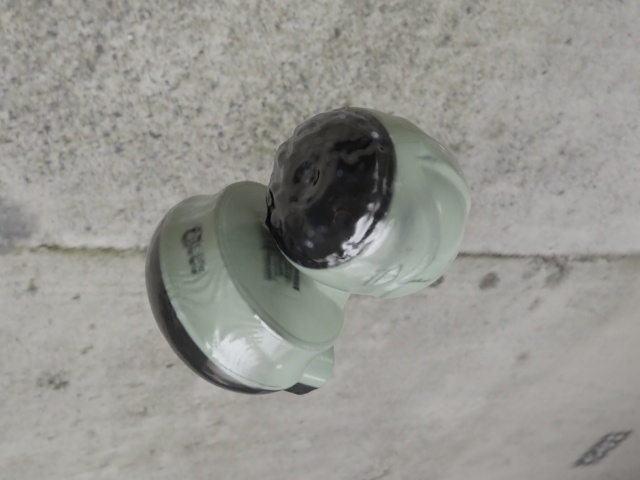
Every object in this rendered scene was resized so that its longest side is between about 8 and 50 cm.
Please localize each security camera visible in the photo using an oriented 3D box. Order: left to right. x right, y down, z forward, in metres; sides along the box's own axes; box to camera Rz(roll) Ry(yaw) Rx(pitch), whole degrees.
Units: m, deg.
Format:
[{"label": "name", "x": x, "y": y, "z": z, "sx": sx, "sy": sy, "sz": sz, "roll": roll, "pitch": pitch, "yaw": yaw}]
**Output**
[{"label": "security camera", "x": 0.000, "y": 0.000, "z": 0.836, "sx": 0.277, "sy": 0.197, "sz": 0.191, "roll": -31, "pitch": 144, "yaw": 28}]
